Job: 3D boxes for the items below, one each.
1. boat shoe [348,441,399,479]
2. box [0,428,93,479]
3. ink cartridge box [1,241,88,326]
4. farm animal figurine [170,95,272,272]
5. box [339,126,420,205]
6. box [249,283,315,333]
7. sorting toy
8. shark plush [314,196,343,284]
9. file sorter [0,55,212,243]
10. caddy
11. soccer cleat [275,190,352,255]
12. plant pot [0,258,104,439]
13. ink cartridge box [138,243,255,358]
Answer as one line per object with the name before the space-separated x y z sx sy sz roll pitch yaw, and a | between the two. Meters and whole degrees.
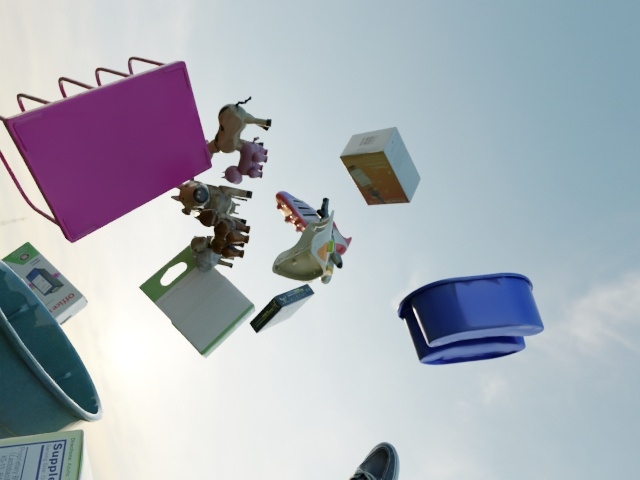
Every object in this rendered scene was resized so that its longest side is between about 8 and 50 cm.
boat shoe | 0.114 0.657 1.169 0.108 0.301 0.102 13 -44 37
box | -0.349 0.288 0.408 0.117 0.243 0.213 -108 -153 -42
ink cartridge box | -0.746 0.134 1.156 0.212 0.154 0.093 45 -28 1
farm animal figurine | -0.238 -0.116 0.997 0.327 0.172 0.330 140 -40 -65
box | 0.151 -0.179 1.103 0.130 0.091 0.170 -1 -42 40
box | -0.149 0.266 1.759 0.183 0.233 0.059 -46 -106 28
sorting toy | -0.007 0.003 0.496 0.045 0.075 0.083 31 -32 -23
shark plush | 0.000 0.000 0.835 0.073 0.067 0.161 -14 -106 9
file sorter | -0.377 -0.177 0.767 0.182 0.291 0.202 23 -44 32
caddy | 0.365 0.179 1.095 0.241 0.341 0.179 92 -8 -54
soccer cleat | -0.020 -0.052 1.207 0.248 0.095 0.083 46 -22 -8
plant pot | -0.594 0.246 0.694 0.341 0.334 0.341 44 -26 28
ink cartridge box | -0.302 0.146 1.098 0.235 0.171 0.056 42 -21 12
